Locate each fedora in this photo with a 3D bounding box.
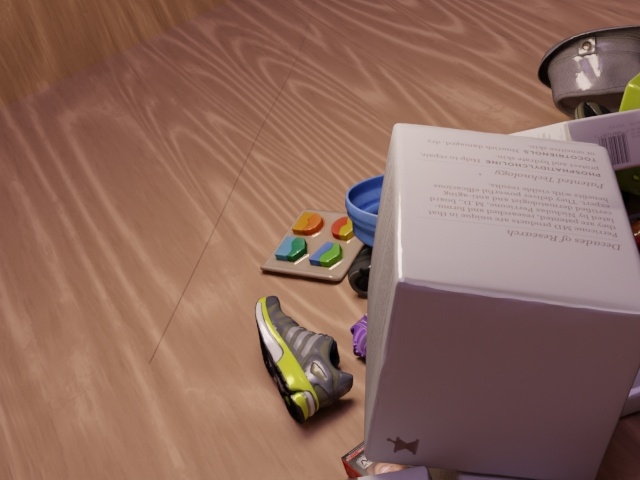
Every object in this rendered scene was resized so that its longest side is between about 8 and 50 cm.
[{"bbox_3d":[0.591,-0.331,2.155,0.275,0.243,0.124,-5,67,17],"label":"fedora"}]

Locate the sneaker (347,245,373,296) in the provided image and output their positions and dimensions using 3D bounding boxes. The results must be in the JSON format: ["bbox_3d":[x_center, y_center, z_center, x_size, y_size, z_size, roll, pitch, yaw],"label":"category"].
[{"bbox_3d":[0.182,0.032,1.928,0.267,0.101,0.106,-6,35,19],"label":"sneaker"}]

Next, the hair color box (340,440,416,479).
[{"bbox_3d":[0.102,0.359,1.573,0.072,0.043,0.141,-34,38,-21],"label":"hair color box"}]

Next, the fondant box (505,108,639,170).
[{"bbox_3d":[0.409,-0.151,1.777,0.238,0.096,0.330,-12,4,-27],"label":"fondant box"}]

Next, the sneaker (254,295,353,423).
[{"bbox_3d":[-0.034,0.197,1.824,0.121,0.111,0.300,-16,39,-12],"label":"sneaker"}]

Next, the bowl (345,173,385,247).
[{"bbox_3d":[0.242,-0.055,1.926,0.391,0.077,0.391,-3,18,1],"label":"bowl"}]

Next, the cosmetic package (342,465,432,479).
[{"bbox_3d":[0.077,0.423,1.403,0.184,0.151,0.151,-13,35,10],"label":"cosmetic package"}]

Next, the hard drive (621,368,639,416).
[{"bbox_3d":[0.442,0.185,1.640,0.353,0.047,0.233,-20,34,2],"label":"hard drive"}]

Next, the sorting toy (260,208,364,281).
[{"bbox_3d":[0.000,0.000,2.112,0.193,0.038,0.208,7,43,33],"label":"sorting toy"}]

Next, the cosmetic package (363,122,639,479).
[{"bbox_3d":[0.241,0.081,1.477,0.327,0.329,0.393,7,37,-1],"label":"cosmetic package"}]

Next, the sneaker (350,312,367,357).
[{"bbox_3d":[0.092,0.191,1.805,0.071,0.068,0.170,-34,26,6],"label":"sneaker"}]

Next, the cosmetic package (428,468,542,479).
[{"bbox_3d":[0.239,0.350,1.458,0.117,0.085,0.231,-3,29,-18],"label":"cosmetic package"}]

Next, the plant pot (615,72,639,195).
[{"bbox_3d":[0.672,-0.192,1.862,0.207,0.228,0.227,33,50,30],"label":"plant pot"}]

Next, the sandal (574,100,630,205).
[{"bbox_3d":[0.528,-0.144,2.008,0.086,0.120,0.302,-47,21,44],"label":"sandal"}]

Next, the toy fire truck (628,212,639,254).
[{"bbox_3d":[0.563,-0.011,1.707,0.254,0.169,0.302,-16,6,33],"label":"toy fire truck"}]
